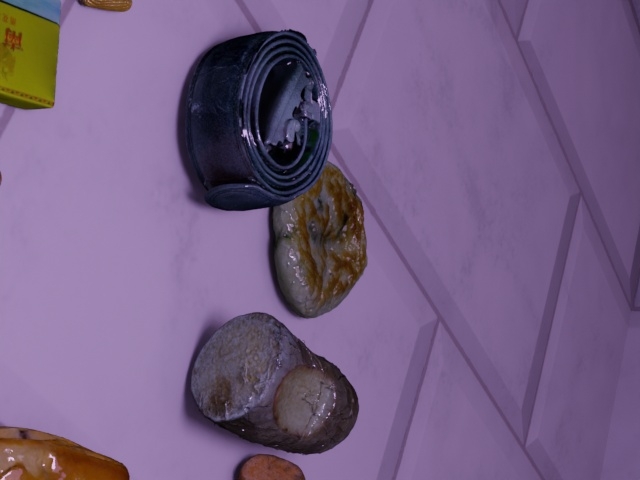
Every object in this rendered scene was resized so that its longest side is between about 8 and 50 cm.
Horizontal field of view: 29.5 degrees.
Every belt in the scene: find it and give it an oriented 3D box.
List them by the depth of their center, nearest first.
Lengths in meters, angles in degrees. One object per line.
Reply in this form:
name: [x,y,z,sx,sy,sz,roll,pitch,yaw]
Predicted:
belt: [-0.081,-0.145,1.527,0.206,0.116,0.267,65,35,-30]

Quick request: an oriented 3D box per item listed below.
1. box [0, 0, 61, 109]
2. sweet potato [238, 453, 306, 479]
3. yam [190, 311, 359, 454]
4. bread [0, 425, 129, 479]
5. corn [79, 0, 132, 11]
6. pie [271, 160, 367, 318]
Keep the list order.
box: [-0.325,-0.308,1.179,0.187,0.047,0.335,13,79,-60]
sweet potato: [-0.047,0.399,1.593,0.097,0.097,0.252,-35,118,-55]
yam: [-0.061,0.185,1.520,0.254,0.154,0.154,42,54,-60]
bread: [-0.277,0.293,1.191,0.235,0.099,0.210,24,68,-57]
corn: [-0.239,-0.269,1.343,0.083,0.027,0.028,-5,91,-62]
pie: [0.000,0.000,1.723,0.240,0.054,0.240,8,80,-61]
